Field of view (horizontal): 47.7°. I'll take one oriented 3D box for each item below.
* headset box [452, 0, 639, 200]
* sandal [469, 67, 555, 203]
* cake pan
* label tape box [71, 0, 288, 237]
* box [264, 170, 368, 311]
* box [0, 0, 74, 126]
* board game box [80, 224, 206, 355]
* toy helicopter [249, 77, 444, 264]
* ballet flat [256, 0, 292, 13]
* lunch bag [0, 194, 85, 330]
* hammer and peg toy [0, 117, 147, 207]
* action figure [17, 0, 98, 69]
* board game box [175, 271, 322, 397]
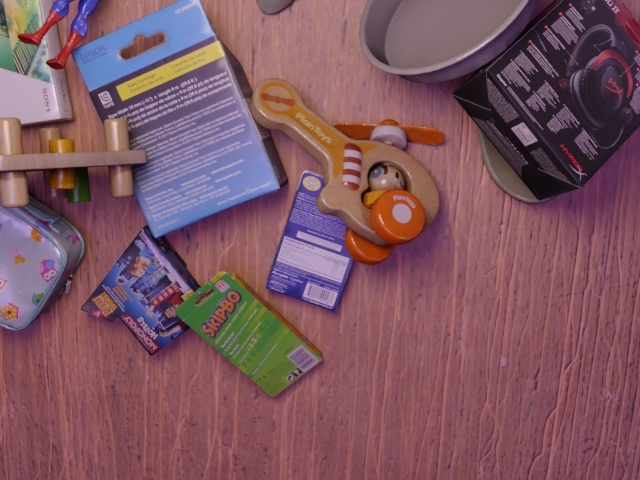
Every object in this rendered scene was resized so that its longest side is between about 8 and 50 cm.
[{"bbox_3d":[0.380,-0.239,1.087,0.293,0.110,0.218,-43,97,-18],"label":"headset box"},{"bbox_3d":[0.307,-0.197,1.166,0.120,0.086,0.302,-19,100,10],"label":"sandal"},{"bbox_3d":[0.195,-0.351,1.069,0.293,0.293,0.054,-38,135,13],"label":"cake pan"},{"bbox_3d":[-0.228,-0.204,1.214,0.241,0.106,0.333,-20,99,11],"label":"label tape box"},{"bbox_3d":[0.000,0.000,1.272,0.137,0.036,0.225,19,104,1],"label":"box"},{"bbox_3d":[-0.605,-0.302,1.251,0.322,0.058,0.232,-7,98,6],"label":"box"},{"bbox_3d":[-0.327,0.102,1.321,0.194,0.060,0.194,-35,98,12],"label":"board game box"},{"bbox_3d":[0.047,-0.146,1.167,0.355,0.140,0.235,38,63,-4],"label":"toy helicopter"},{"bbox_3d":[-0.034,-0.456,1.153,0.072,0.068,0.213,42,104,-4],"label":"ballet flat"},{"bbox_3d":[-0.574,0.011,1.303,0.279,0.108,0.224,36,103,-3],"label":"lunch bag"},{"bbox_3d":[-0.489,-0.116,1.143,0.361,0.266,0.127,1,98,36],"label":"hammer and peg toy"},{"bbox_3d":[-0.397,-0.414,1.172,0.139,0.091,0.280,17,70,37],"label":"action figure"},{"bbox_3d":[-0.127,0.165,1.292,0.124,0.039,0.259,-39,116,13],"label":"board game box"}]
